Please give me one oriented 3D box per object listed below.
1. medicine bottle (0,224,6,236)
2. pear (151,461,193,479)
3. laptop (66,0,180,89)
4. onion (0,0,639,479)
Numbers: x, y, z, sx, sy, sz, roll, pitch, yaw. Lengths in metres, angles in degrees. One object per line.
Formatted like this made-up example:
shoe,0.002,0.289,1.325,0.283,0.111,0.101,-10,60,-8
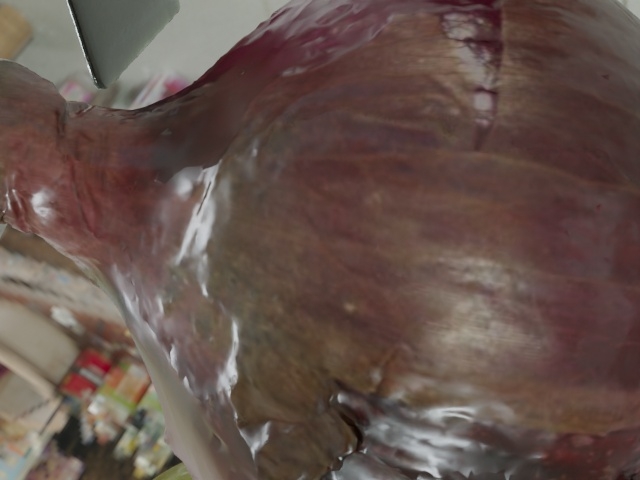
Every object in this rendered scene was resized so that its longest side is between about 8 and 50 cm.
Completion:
medicine bottle,-0.268,0.025,0.855,0.102,0.187,0.103,28,-172,-4
pear,-0.048,0.312,1.248,0.287,0.287,0.375,41,124,-15
laptop,-0.159,-0.253,0.929,0.015,0.188,0.269,-8,115,15
onion,0.000,0.000,0.703,0.385,0.348,0.348,18,147,-11
